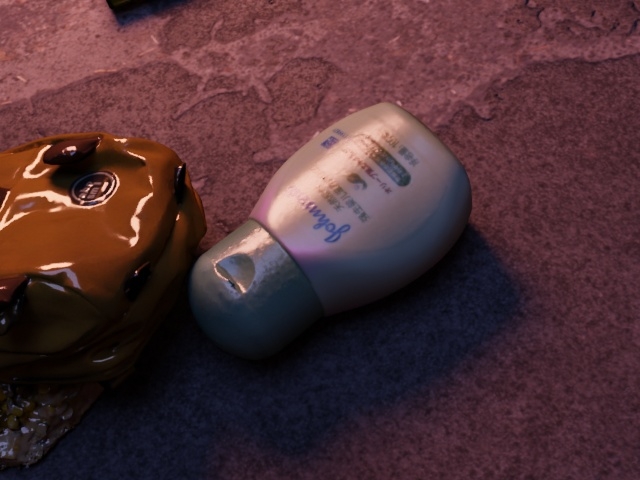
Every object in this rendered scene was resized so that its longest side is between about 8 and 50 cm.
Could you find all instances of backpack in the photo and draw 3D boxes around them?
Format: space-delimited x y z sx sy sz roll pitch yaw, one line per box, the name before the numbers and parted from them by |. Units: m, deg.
backpack | -0.331 0.013 1.303 0.378 0.201 0.353 -5 46 20

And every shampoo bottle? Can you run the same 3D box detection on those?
shampoo bottle | 0.000 0.000 1.300 0.349 0.151 0.222 -38 65 -11

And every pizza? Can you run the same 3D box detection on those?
pizza | -0.369 0.195 1.306 0.226 0.069 0.147 1 57 12

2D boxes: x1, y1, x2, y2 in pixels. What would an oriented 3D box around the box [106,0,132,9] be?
box | -0.183 -0.468 1.657 0.346 0.097 0.134 -21 55 -1
